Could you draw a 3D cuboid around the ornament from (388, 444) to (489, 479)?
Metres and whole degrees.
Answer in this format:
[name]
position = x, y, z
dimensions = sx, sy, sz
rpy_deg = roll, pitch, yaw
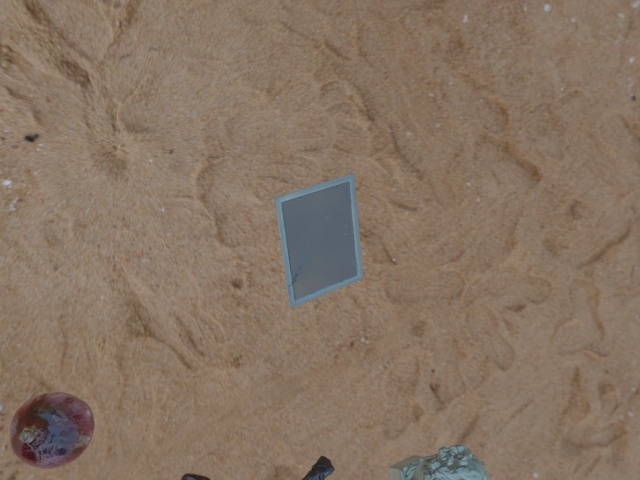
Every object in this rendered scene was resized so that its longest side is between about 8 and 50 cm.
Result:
[ornament]
position = 0.219, 0.447, 1.073
dimensions = 0.130, 0.285, 0.120
rpy_deg = -21, 71, -13

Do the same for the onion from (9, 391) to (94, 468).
[onion]
position = -0.546, 0.379, 1.165
dimensions = 0.159, 0.195, 0.159
rpy_deg = 0, 75, -2

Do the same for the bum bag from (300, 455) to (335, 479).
[bum bag]
position = -0.008, 0.633, 1.570
dimensions = 0.124, 0.058, 0.034
rpy_deg = -39, 151, -46

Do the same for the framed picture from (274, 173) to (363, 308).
[framed picture]
position = 0.000, 0.000, 1.443
dimensions = 0.232, 0.019, 0.296
rpy_deg = -19, 116, -29

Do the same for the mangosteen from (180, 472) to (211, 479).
[mangosteen]
position = -0.118, 0.415, 0.718
dimensions = 0.235, 0.235, 0.261
rpy_deg = -29, 79, -13
